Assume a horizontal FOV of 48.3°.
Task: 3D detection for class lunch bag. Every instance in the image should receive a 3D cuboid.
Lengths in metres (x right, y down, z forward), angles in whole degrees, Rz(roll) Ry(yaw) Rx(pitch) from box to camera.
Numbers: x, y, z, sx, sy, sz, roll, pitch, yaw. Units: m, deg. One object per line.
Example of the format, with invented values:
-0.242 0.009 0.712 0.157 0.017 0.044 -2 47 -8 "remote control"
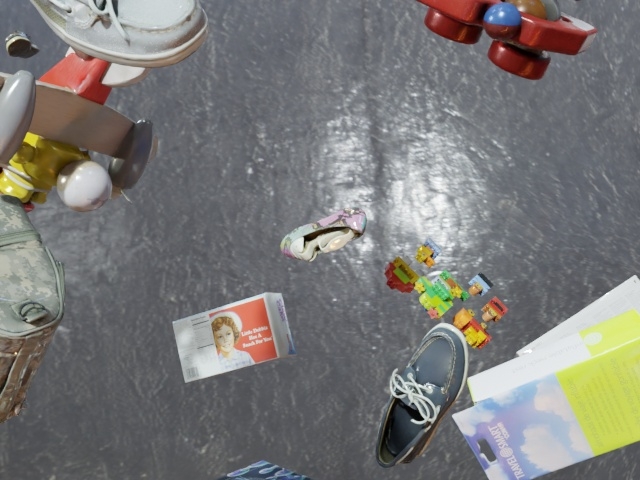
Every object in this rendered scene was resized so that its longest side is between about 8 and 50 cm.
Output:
-0.525 0.120 1.103 0.256 0.212 0.305 53 130 19 "lunch bag"

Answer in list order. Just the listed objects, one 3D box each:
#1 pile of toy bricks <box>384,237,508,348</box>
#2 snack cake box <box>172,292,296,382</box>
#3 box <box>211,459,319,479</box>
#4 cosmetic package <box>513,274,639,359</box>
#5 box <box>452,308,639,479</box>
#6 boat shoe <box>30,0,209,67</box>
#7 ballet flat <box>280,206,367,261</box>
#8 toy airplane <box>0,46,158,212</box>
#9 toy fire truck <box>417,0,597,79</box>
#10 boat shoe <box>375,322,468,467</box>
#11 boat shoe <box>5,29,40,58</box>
0.203 0.096 1.197 0.212 0.105 0.118 46 132 12 "pile of toy bricks"
-0.204 0.228 1.672 0.264 0.089 0.152 -18 79 22 "snack cake box"
-0.099 0.487 1.007 0.395 0.293 0.212 -13 90 58 "box"
0.445 0.165 1.170 0.239 0.060 0.099 -31 69 -4 "cosmetic package"
0.215 0.145 0.628 0.178 0.042 0.109 -26 114 13 "box"
-0.250 -0.284 0.706 0.320 0.103 0.118 37 70 11 "boat shoe"
0.000 0.000 1.487 0.221 0.077 0.079 -24 36 28 "ballet flat"
-0.413 -0.178 1.181 0.272 0.386 0.384 56 147 14 "toy airplane"
0.252 -0.353 1.073 0.302 0.254 0.169 34 125 19 "toy fire truck"
0.148 0.244 1.102 0.095 0.079 0.255 37 119 28 "boat shoe"
-0.668 -0.437 1.576 0.056 0.152 0.049 -35 98 -5 "boat shoe"
